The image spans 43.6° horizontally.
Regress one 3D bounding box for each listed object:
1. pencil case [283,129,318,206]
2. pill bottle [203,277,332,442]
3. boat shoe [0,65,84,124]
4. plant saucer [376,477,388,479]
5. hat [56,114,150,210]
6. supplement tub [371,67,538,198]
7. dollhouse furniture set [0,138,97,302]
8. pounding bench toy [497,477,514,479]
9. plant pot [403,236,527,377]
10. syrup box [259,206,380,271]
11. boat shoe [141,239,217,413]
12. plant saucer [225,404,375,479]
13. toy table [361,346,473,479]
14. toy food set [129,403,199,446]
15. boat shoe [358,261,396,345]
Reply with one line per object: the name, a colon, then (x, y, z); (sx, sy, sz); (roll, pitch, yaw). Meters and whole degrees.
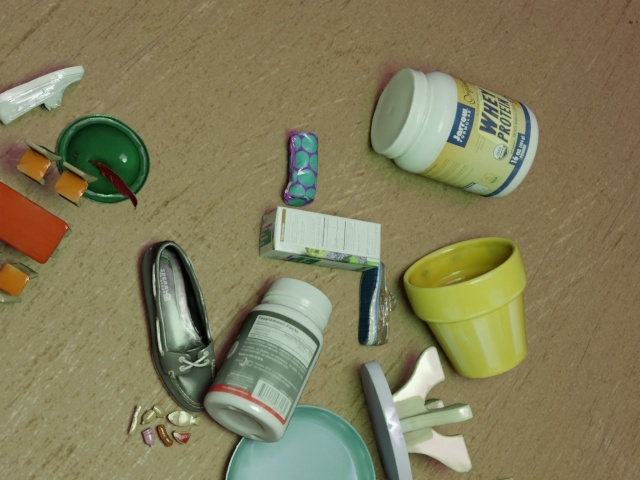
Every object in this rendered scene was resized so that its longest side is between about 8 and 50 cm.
pencil case: (-0.041, -0.151, 1.692); (0.070, 0.064, 0.152); (15, 72, -38)
pill bottle: (-0.092, 0.223, 1.525); (0.161, 0.161, 0.283); (35, 57, -14)
boat shoe: (-0.522, -0.273, 1.505); (0.184, 0.066, 0.063); (-32, 107, -29)
plant saucer: (0.121, 0.531, 1.644); (0.083, 0.013, 0.083); (5, 77, -24)
hat: (-0.376, -0.165, 1.476); (0.208, 0.183, 0.173); (46, 65, -9)
supplement tub: (0.293, -0.239, 1.771); (0.316, 0.228, 0.228); (15, 73, -21)
dollhouse furniture set: (-0.556, -0.059, 1.361); (0.259, 0.135, 0.262); (31, 86, 1)
pounding bench toy: (0.401, 0.565, 1.730); (0.052, 0.065, 0.083); (-17, 85, 17)
plant pot: (0.331, 0.150, 1.707); (0.254, 0.254, 0.239); (-29, 106, -27)
syrup box: (0.000, 0.000, 1.661); (0.237, 0.093, 0.096); (8, 76, -23)
boat shoe: (-0.264, 0.162, 1.505); (0.112, 0.095, 0.335); (-13, 84, -26)
plant saucer: (-0.041, 0.484, 1.566); (0.317, 0.043, 0.318); (5, 77, -23)
toy table: (0.193, 0.361, 1.606); (0.161, 0.252, 0.274); (-14, 95, -10)
toy food set: (-0.293, 0.350, 1.494); (0.122, 0.019, 0.078); (22, 71, -20)
boat shoe: (0.123, 0.134, 1.709); (0.066, 0.066, 0.183); (10, 85, -27)
